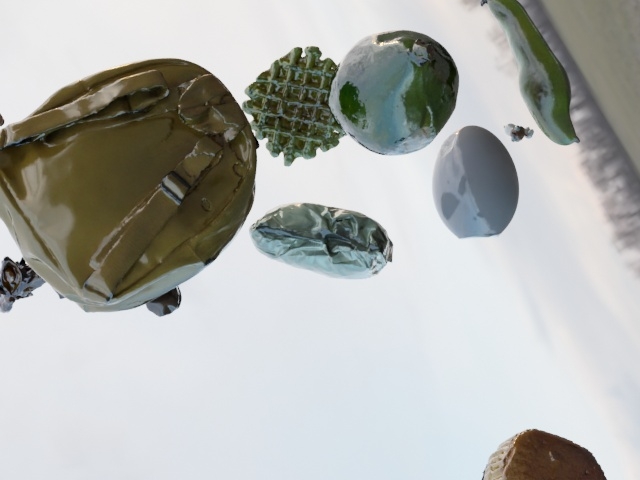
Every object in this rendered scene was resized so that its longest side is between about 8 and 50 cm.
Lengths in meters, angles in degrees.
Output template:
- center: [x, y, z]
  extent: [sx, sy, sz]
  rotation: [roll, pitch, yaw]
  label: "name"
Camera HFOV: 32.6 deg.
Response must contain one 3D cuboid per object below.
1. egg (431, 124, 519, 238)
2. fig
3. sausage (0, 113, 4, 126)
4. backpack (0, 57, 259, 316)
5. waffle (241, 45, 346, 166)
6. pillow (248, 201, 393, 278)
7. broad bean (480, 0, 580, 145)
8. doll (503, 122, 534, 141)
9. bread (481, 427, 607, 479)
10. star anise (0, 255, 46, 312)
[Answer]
- center: [0.313, -0.118, 2.221]
  extent: [0.176, 0.176, 0.232]
  rotation: [-19, -77, -74]
  label: "egg"
- center: [0.112, -0.232, 1.576]
  extent: [0.245, 0.195, 0.195]
  rotation: [101, 146, -64]
  label: "fig"
- center: [-0.639, -0.231, 2.062]
  extent: [0.042, 0.158, 0.036]
  rotation: [-4, -80, -40]
  label: "sausage"
- center: [-0.263, -0.076, 1.569]
  extent: [0.353, 0.378, 0.201]
  rotation: [62, 176, 7]
  label: "backpack"
- center: [-0.031, -0.215, 1.766]
  extent: [0.169, 0.183, 0.036]
  rotation: [54, -160, -6]
  label: "waffle"
- center: [0.000, 0.000, 2.171]
  extent: [0.310, 0.283, 0.138]
  rotation: [16, -96, -83]
  label: "pillow"
- center: [0.318, -0.283, 1.681]
  extent: [0.325, 0.075, 0.067]
  rotation: [66, -171, 19]
  label: "broad bean"
- center: [0.462, -0.247, 2.534]
  extent: [0.085, 0.040, 0.058]
  rotation: [12, -159, -33]
  label: "doll"
- center: [0.364, 0.398, 1.760]
  extent: [0.199, 0.104, 0.199]
  rotation: [9, -121, -16]
  label: "bread"
- center: [-0.543, 0.072, 2.031]
  extent: [0.053, 0.157, 0.212]
  rotation: [60, 164, 19]
  label: "star anise"
